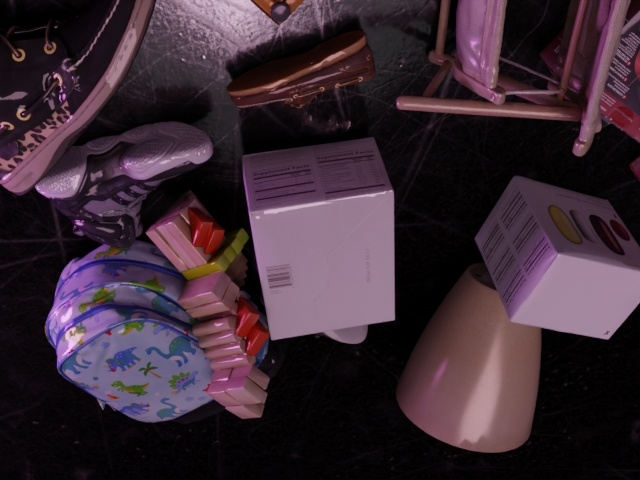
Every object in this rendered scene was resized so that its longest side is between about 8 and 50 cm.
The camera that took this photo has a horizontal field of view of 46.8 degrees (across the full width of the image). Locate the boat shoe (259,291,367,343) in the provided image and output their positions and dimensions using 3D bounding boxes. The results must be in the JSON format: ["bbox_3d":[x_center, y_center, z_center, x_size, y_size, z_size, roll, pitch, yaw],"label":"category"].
[{"bbox_3d":[-0.009,0.128,1.329,0.219,0.077,0.070,29,155,-32],"label":"boat shoe"}]

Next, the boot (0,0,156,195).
[{"bbox_3d":[-0.404,-0.247,0.913,0.284,0.138,0.377,31,125,-29],"label":"boot"}]

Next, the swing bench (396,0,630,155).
[{"bbox_3d":[0.241,-0.273,0.891,0.255,0.165,0.253,17,136,17],"label":"swing bench"}]

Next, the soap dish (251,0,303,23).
[{"bbox_3d":[-0.071,-0.406,0.834,0.229,0.118,0.291,-39,126,22],"label":"soap dish"}]

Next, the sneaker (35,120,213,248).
[{"bbox_3d":[-0.271,-0.078,1.095,0.269,0.101,0.153,-11,131,9],"label":"sneaker"}]

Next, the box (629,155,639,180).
[{"bbox_3d":[0.646,-0.138,1.162,0.128,0.122,0.257,32,119,-30],"label":"box"}]

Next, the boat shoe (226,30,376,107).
[{"bbox_3d":[-0.024,-0.220,1.026,0.207,0.073,0.073,-17,128,6],"label":"boat shoe"}]

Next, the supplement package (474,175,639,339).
[{"bbox_3d":[0.395,0.027,1.210,0.194,0.203,0.149,11,127,-18],"label":"supplement package"}]

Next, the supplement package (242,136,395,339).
[{"bbox_3d":[0.000,0.000,1.130,0.204,0.145,0.261,-8,130,-4],"label":"supplement package"}]

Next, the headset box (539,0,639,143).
[{"bbox_3d":[0.474,-0.272,1.031,0.218,0.110,0.293,26,121,-26],"label":"headset box"}]

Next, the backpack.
[{"bbox_3d":[-0.272,0.155,1.215,0.290,0.273,0.355,-27,116,22],"label":"backpack"}]

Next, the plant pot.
[{"bbox_3d":[0.289,0.188,1.330,0.257,0.256,0.274,6,113,-13],"label":"plant pot"}]

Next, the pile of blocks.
[{"bbox_3d":[-0.127,0.090,1.120,0.113,0.149,0.362,-16,96,39],"label":"pile of blocks"}]
